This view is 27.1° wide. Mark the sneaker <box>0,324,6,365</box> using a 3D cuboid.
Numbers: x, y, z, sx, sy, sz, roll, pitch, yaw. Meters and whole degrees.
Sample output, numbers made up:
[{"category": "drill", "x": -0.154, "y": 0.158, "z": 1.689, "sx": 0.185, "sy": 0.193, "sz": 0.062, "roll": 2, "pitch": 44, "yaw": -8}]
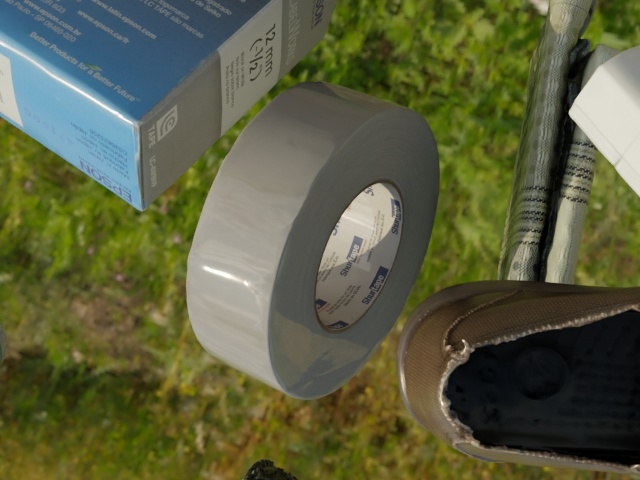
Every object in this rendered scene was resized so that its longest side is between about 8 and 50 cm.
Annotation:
[{"category": "sneaker", "x": -0.372, "y": 0.139, "z": 1.006, "sx": 0.302, "sy": 0.121, "sz": 0.108, "roll": -25, "pitch": 112, "yaw": 21}]

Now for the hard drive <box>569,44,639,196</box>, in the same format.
[{"category": "hard drive", "x": 0.302, "y": 0.029, "z": 0.592, "sx": 0.353, "sy": 0.233, "sz": 0.047, "roll": 52, "pitch": 142, "yaw": 20}]

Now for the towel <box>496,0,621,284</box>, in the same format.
[{"category": "towel", "x": 0.178, "y": -0.022, "z": 1.052, "sx": 0.056, "sy": 0.324, "sz": 0.312, "roll": 8, "pitch": 178, "yaw": 6}]

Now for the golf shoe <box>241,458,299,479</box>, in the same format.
[{"category": "golf shoe", "x": -0.067, "y": 0.284, "z": 1.231, "sx": 0.077, "sy": 0.198, "sz": 0.094, "roll": 36, "pitch": 118, "yaw": -10}]

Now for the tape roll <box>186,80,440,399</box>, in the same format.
[{"category": "tape roll", "x": 0.000, "y": 0.000, "z": 0.946, "sx": 0.072, "sy": 0.219, "sz": 0.219, "roll": 21, "pitch": 152, "yaw": 28}]

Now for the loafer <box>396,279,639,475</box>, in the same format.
[{"category": "loafer", "x": 0.222, "y": 0.086, "z": 0.732, "sx": 0.366, "sy": 0.134, "sz": 0.130, "roll": -5, "pitch": -173, "yaw": 8}]

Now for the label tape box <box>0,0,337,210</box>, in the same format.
[{"category": "label tape box", "x": -0.126, "y": -0.219, "z": 1.070, "sx": 0.249, "sy": 0.348, "sz": 0.115, "roll": 32, "pitch": 147, "yaw": 18}]
